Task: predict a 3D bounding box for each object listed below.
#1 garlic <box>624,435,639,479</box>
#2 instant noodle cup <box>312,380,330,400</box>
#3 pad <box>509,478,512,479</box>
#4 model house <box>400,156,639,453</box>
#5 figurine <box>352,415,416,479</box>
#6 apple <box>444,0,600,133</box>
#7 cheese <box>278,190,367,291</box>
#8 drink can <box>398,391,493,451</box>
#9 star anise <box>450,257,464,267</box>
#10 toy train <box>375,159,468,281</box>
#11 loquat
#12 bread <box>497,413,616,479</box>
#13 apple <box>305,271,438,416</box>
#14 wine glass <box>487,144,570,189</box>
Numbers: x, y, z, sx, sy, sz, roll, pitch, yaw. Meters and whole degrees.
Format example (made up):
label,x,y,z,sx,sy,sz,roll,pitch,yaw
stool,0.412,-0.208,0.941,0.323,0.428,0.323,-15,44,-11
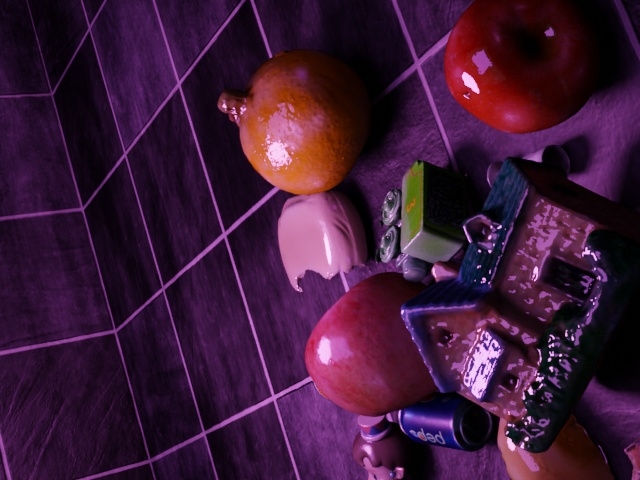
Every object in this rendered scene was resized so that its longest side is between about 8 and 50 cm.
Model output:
label,x,y,z,sx,sy,sz,roll,pitch,yaw
garlic,0.587,0.400,1.524,0.292,0.210,0.237,43,125,54
instant noodle cup,0.076,0.307,2.282,0.212,0.193,0.193,-26,76,63
pad,0.418,0.532,1.974,0.116,0.004,0.193,37,127,46
model house,0.337,0.082,1.641,0.343,0.334,0.382,30,113,19
figurine,0.143,0.514,2.232,0.161,0.158,0.275,-175,78,-76
apple,0.341,-0.307,1.677,0.216,0.260,0.260,120,135,-75
cheese,0.000,0.000,2.356,0.266,0.127,0.233,-9,90,57
drink can,0.263,0.379,2.066,0.205,0.118,0.118,-8,91,55
star anise,0.329,0.098,1.925,0.236,0.093,0.229,-1,97,57
toy train,0.209,-0.044,1.984,0.188,0.132,0.243,-52,25,45
loquat,-0.058,-0.277,2.192,0.328,0.359,0.328,-166,90,-68
bread,0.412,0.408,1.819,0.260,0.156,0.158,60,139,29
apple,0.139,0.228,2.019,0.269,0.345,0.345,43,135,12
wine glass,0.385,-0.131,1.816,0.155,0.073,0.073,-10,89,60
